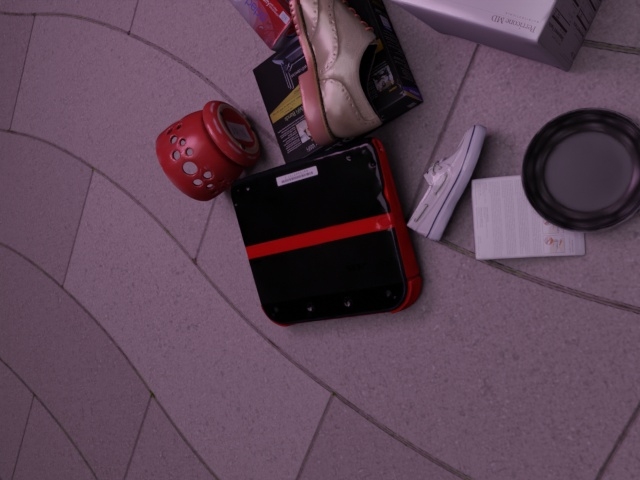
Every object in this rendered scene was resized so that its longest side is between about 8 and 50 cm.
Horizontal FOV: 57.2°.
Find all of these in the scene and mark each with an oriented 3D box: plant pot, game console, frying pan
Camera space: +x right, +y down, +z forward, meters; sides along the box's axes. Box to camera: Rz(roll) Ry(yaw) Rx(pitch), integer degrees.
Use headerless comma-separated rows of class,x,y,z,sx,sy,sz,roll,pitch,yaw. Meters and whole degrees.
plant pot,-0.248,-0.212,1.336,0.174,0.191,0.191,-33,72,24
game console,0.000,0.000,1.210,0.386,0.060,0.342,-13,93,34
frying pan,0.481,-0.095,0.912,0.326,0.053,0.197,15,98,23

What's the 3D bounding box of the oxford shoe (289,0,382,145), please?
oxford shoe,0.034,-0.382,1.084,0.146,0.140,0.397,-8,93,19

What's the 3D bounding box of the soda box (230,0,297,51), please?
soda box,-0.128,-0.524,1.300,0.083,0.092,0.263,-48,66,26

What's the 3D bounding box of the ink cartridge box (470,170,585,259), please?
ink cartridge box,0.356,-0.042,1.017,0.179,0.045,0.146,-3,88,17

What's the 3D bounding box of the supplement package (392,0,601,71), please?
supplement package,0.287,-0.398,0.947,0.261,0.204,0.145,30,108,30

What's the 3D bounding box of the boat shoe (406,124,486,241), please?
boat shoe,0.223,-0.108,1.059,0.075,0.083,0.226,23,105,6

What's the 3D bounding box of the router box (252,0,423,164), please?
router box,0.025,-0.319,1.204,0.308,0.081,0.243,-26,77,32
